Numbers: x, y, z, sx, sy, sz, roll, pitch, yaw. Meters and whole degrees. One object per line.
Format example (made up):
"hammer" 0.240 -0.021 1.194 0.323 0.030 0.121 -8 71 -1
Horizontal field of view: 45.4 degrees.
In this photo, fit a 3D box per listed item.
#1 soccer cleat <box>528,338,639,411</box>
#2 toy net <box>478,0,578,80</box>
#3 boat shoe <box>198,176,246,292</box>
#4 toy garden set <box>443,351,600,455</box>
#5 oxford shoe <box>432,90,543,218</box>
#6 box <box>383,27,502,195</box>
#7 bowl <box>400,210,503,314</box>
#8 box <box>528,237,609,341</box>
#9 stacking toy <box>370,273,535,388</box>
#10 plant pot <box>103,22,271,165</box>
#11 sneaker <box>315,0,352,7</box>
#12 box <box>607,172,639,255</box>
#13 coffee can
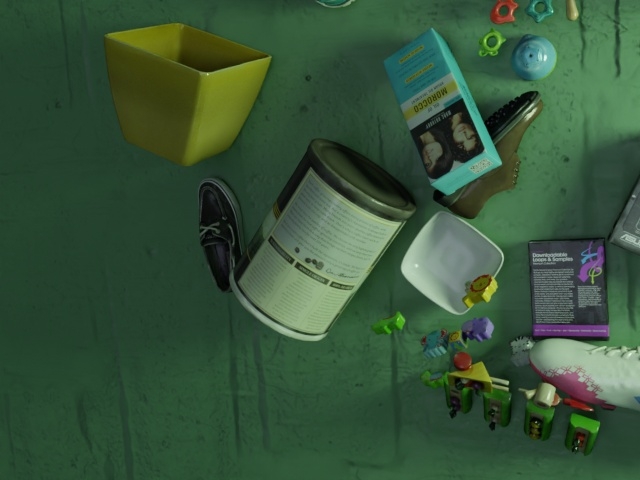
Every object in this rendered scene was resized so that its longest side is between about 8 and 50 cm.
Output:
"soccer cleat" 0.484 0.196 1.134 0.331 0.116 0.143 22 121 11
"toy net" 0.340 -0.364 1.158 0.122 0.045 0.232 34 108 18
"boat shoe" -0.187 -0.011 1.425 0.077 0.070 0.220 -16 91 25
"toy garden set" 0.304 0.265 1.190 0.244 0.204 0.049 15 61 22
"oxford shoe" 0.282 -0.132 1.209 0.096 0.083 0.227 33 106 -13
"box" 0.184 -0.201 1.188 0.100 0.060 0.244 -31 61 25
"bowl" 0.219 0.034 1.264 0.142 0.053 0.142 38 111 13
"box" 0.392 0.077 1.208 0.116 0.029 0.162 -2 98 23
"stacking toy" 0.219 0.154 1.246 0.221 0.052 0.167 -23 120 30
"plant pot" -0.240 -0.253 1.348 0.212 0.212 0.187 23 118 19
"sneaker" 0.070 -0.498 1.218 0.107 0.110 0.275 35 109 15
"box" 0.562 -0.034 1.101 0.231 0.056 0.183 26 107 18
"coffee can" 0.000 0.000 1.272 0.201 0.201 0.275 39 111 14
